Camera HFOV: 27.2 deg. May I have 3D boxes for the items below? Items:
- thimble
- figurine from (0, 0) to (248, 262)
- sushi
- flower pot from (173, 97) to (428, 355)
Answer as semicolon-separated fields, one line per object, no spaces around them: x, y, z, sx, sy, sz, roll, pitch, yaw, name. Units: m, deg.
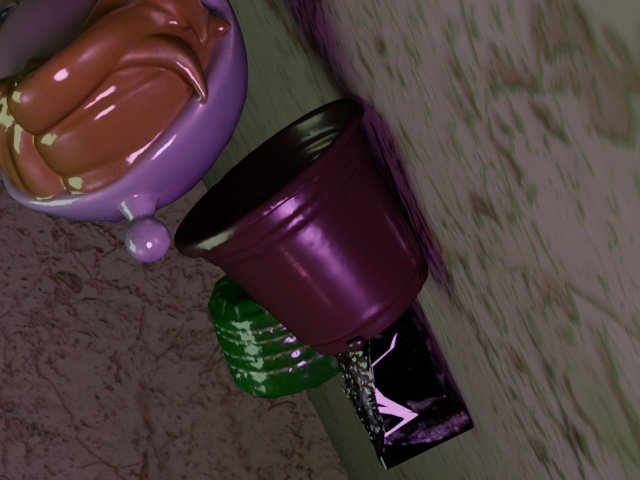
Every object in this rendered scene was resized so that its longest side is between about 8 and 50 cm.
-0.026;0.065;1.059;0.130;0.118;0.090;6;121;52;thimble
-0.111;-0.107;0.698;0.133;0.194;0.274;55;179;-28;figurine
0.039;0.077;0.775;0.083;0.056;0.084;65;174;-7;sushi
0.000;0.000;0.633;0.089;0.111;0.111;51;179;-16;flower pot
